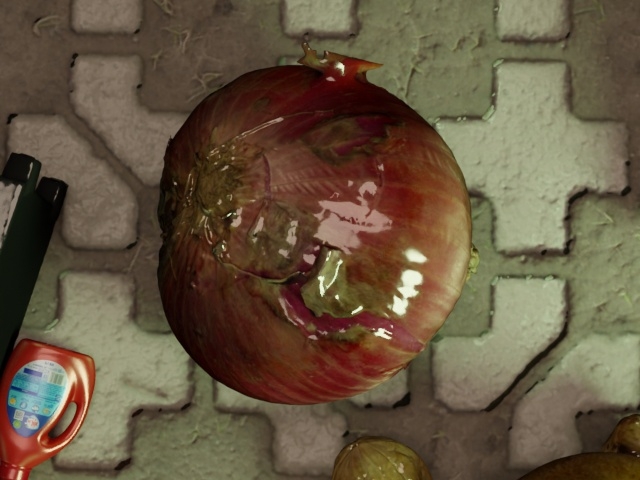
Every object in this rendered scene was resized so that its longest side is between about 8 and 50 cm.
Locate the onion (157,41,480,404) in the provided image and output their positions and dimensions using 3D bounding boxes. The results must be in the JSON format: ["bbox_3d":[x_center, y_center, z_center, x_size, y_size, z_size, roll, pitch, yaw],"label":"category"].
[{"bbox_3d":[-0.012,-0.015,1.738,0.353,0.353,0.354,0,83,2],"label":"onion"}]

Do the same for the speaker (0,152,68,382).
[{"bbox_3d":[-0.395,0.020,1.785,0.184,0.232,0.254,17,85,3],"label":"speaker"}]

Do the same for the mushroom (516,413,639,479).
[{"bbox_3d":[0.299,0.366,1.734,0.345,0.239,0.345,0,91,27],"label":"mushroom"}]

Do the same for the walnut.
[{"bbox_3d":[0.065,0.261,1.806,0.105,0.105,0.124,-38,99,-3],"label":"walnut"}]

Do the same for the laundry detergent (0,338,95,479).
[{"bbox_3d":[-0.301,0.192,1.856,0.097,0.049,0.165,16,87,-5],"label":"laundry detergent"}]
